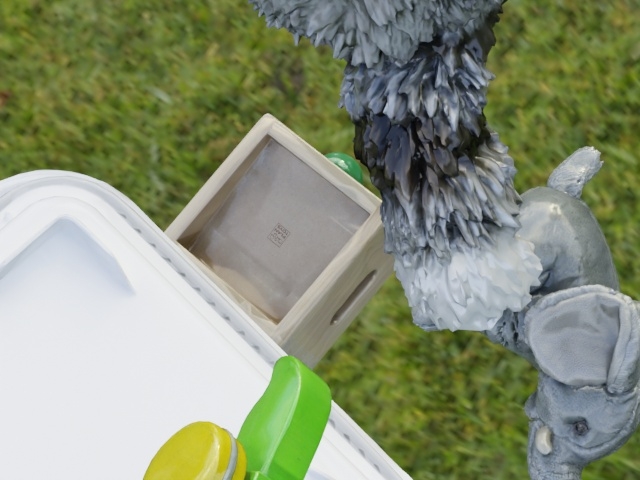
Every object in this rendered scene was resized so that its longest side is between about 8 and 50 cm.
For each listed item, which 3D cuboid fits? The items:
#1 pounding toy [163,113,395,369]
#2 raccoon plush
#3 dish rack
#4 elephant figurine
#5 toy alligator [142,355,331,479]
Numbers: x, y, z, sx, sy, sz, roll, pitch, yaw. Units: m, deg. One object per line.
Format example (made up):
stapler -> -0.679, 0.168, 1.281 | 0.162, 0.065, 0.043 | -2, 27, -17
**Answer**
pounding toy -> 0.000, 0.000, 1.073 | 0.130, 0.100, 0.141 | 39, 87, 22
raccoon plush -> -0.006, -0.157, 0.812 | 0.216, 0.299, 0.446 | -22, 87, 37
dish rack -> -0.126, 0.141, 0.689 | 0.285, 0.072, 0.333 | 45, 67, 4
elephant figurine -> 0.203, 0.089, 1.322 | 0.239, 0.169, 0.186 | 48, 141, 19
toy alligator -> -0.029, 0.109, 0.399 | 0.051, 0.056, 0.189 | -30, 35, 34
